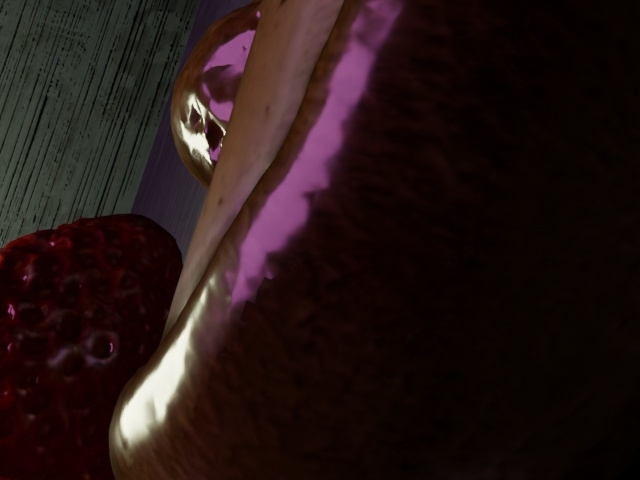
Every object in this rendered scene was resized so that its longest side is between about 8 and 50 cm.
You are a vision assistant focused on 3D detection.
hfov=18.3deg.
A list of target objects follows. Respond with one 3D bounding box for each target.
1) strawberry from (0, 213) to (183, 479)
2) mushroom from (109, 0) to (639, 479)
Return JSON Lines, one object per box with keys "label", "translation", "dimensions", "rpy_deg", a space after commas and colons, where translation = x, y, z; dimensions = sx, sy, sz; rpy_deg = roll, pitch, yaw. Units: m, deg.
{"label": "strawberry", "translation": [-0.249, 0.123, 1.615], "dimensions": [0.292, 0.292, 0.310], "rpy_deg": [122, 148, -57]}
{"label": "mushroom", "translation": [0.035, -0.020, 0.533], "dimensions": [0.253, 0.153, 0.253], "rpy_deg": [-160, 90, -84]}
